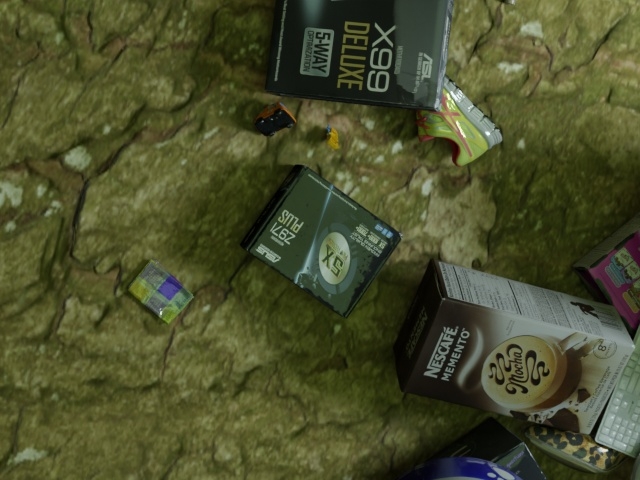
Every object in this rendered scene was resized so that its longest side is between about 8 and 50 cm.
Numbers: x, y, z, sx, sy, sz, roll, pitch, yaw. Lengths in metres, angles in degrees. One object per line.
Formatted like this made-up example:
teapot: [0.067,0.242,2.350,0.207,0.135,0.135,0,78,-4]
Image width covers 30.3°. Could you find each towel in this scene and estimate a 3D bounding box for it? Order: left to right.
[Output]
towel: [-0.230,0.073,1.685,0.083,0.009,0.060,44,85,-11]

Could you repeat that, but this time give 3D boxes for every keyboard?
keyboard: [0.484,0.191,1.750,0.072,0.014,0.256,23,85,-12]

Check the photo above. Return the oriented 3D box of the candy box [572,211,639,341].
candy box: [0.524,0.033,1.798,0.233,0.071,0.159,-37,99,-6]

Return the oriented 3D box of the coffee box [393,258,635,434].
coffee box: [0.274,0.155,1.707,0.297,0.119,0.168,14,117,-11]

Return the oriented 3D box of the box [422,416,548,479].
box: [0.284,0.421,1.729,0.143,0.165,0.270,-33,98,-5]

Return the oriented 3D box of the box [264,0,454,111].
box: [0.063,-0.341,1.640,0.243,0.076,0.307,8,93,11]

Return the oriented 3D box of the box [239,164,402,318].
box: [0.000,0.000,1.690,0.180,0.077,0.147,36,87,-11]

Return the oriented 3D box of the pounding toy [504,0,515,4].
pounding toy: [0.280,-0.434,1.634,0.110,0.237,0.182,8,90,29]

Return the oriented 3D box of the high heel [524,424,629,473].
high heel: [0.446,0.269,1.802,0.261,0.093,0.186,20,79,-10]

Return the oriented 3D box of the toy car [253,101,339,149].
toy car: [-0.035,-0.162,1.704,0.122,0.060,0.040,28,44,-28]

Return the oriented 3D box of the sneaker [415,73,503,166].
sneaker: [0.164,-0.190,1.711,0.208,0.081,0.094,44,96,-6]

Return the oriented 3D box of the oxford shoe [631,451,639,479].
oxford shoe: [0.540,0.510,1.745,0.169,0.130,0.449,-10,107,-18]

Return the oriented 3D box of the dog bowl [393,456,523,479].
dog bowl: [0.188,0.430,1.587,0.265,0.104,0.264,1,104,6]
